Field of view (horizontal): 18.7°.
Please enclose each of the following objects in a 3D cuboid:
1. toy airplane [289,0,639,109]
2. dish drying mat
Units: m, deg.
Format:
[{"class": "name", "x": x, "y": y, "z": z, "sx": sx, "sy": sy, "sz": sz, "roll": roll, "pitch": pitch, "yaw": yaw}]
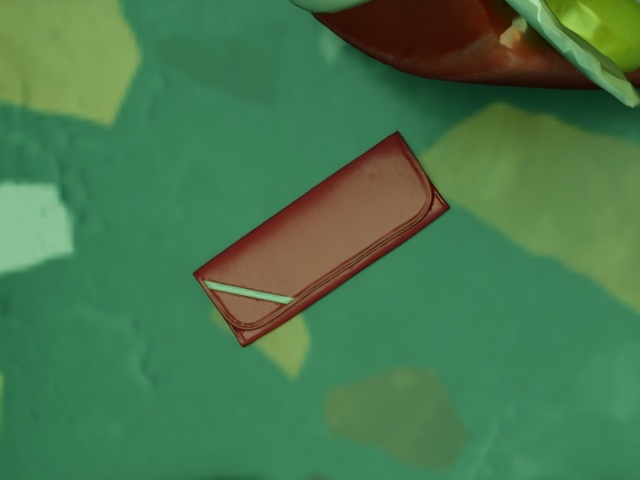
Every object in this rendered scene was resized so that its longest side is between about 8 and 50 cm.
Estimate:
[{"class": "toy airplane", "x": 0.162, "y": -0.126, "z": 0.441, "sx": 0.386, "sy": 0.384, "sz": 0.272, "roll": -10, "pitch": 78, "yaw": 5}, {"class": "dish drying mat", "x": 0.000, "y": 0.000, "z": 0.644, "sx": 0.083, "sy": 0.008, "sz": 0.032, "roll": -35, "pitch": 84, "yaw": 5}]
